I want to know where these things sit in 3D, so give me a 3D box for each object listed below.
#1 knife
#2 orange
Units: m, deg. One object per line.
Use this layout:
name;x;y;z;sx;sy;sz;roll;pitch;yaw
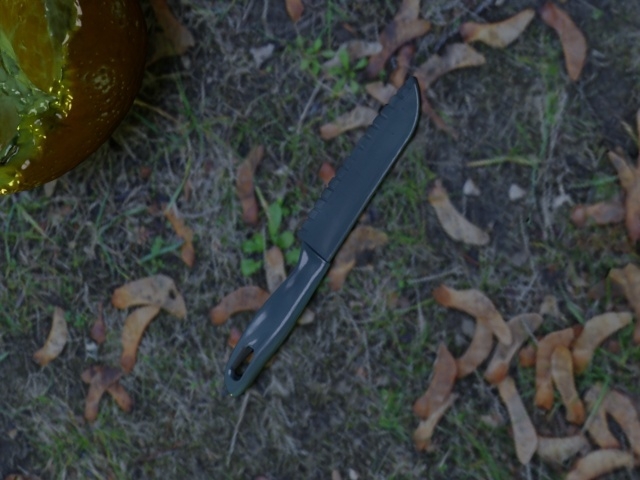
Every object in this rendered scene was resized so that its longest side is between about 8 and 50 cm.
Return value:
knife;0.000;0.000;1.542;0.044;0.019;0.313;42;111;25
orange;-0.240;-0.151;1.590;0.179;0.158;0.237;51;119;25
